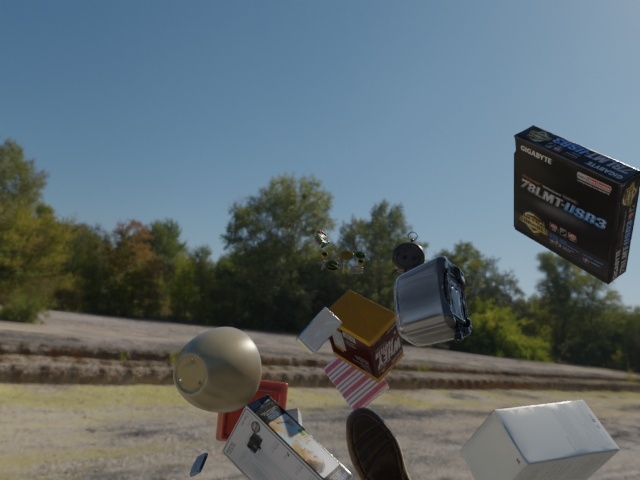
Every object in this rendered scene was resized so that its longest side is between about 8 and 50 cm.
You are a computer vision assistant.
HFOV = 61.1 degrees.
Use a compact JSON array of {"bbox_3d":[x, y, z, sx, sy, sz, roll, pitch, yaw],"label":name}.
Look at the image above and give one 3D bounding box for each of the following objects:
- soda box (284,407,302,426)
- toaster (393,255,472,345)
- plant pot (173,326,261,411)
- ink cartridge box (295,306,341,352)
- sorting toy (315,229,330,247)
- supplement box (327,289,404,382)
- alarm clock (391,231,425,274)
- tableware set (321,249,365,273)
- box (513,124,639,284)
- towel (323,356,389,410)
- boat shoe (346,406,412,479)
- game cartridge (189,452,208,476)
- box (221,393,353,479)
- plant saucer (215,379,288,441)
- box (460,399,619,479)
[{"bbox_3d":[-0.108,0.750,1.919,0.098,0.286,0.091,-8,-31,3],"label":"soda box"},{"bbox_3d":[0.265,0.157,1.291,0.147,0.226,0.129,-25,-40,33],"label":"toaster"},{"bbox_3d":[-0.361,0.421,1.748,0.284,0.283,0.191,3,-6,27],"label":"plant pot"},{"bbox_3d":[-0.009,0.240,1.420,0.060,0.104,0.180,41,-14,4],"label":"ink cartridge box"},{"bbox_3d":[0.000,0.000,2.009,0.061,0.042,0.102,43,15,-9],"label":"sorting toy"},{"bbox_3d":[0.133,0.292,1.661,0.191,0.129,0.194,25,-37,39],"label":"supplement box"},{"bbox_3d":[0.352,0.052,2.150,0.130,0.191,0.064,9,-21,13],"label":"alarm clock"},{"bbox_3d":[0.079,0.066,1.881,0.154,0.104,0.024,6,-43,1],"label":"tableware set"},{"bbox_3d":[0.581,-0.086,1.267,0.295,0.073,0.293,44,-20,46],"label":"box"},{"bbox_3d":[0.117,0.459,1.814,0.197,0.144,0.029,48,-9,32],"label":"towel"},{"bbox_3d":[0.119,0.436,1.019,0.095,0.257,0.095,-24,-9,-7],"label":"boat shoe"},{"bbox_3d":[-0.431,0.793,1.915,0.056,0.083,0.017,-30,-71,25],"label":"game cartridge"},{"bbox_3d":[-0.085,0.533,1.296,0.290,0.169,0.087,36,22,24],"label":"box"},{"bbox_3d":[-0.265,0.659,2.060,0.259,0.258,0.048,6,3,3],"label":"plant saucer"},{"bbox_3d":[0.617,0.596,1.541,0.346,0.215,0.168,3,39,-25],"label":"box"}]
